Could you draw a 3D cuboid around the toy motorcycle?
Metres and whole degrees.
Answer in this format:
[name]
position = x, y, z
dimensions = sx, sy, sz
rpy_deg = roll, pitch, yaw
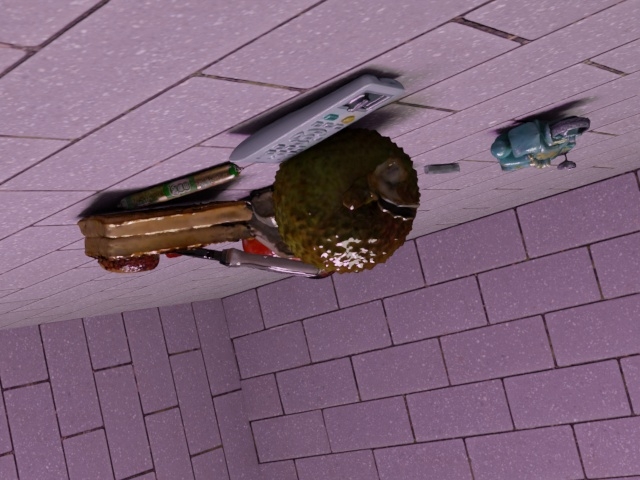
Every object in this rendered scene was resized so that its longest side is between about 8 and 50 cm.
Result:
[toy motorcycle]
position = 0.467, -0.202, 1.828
dimensions = 0.198, 0.109, 0.296
rpy_deg = -11, 172, 1

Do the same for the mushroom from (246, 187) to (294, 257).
[mushroom]
position = -0.045, -0.044, 1.878
dimensions = 0.267, 0.164, 0.189
rpy_deg = -16, 172, 17

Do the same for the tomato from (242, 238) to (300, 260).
[tomato]
position = -0.109, -0.003, 2.156
dimensions = 0.187, 0.151, 0.187
rpy_deg = -12, 168, -3

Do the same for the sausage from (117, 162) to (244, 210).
[sausage]
position = -0.263, -0.099, 1.556
dimensions = 0.269, 0.032, 0.033
rpy_deg = -15, 173, 17

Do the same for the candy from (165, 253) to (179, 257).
[candy]
position = -0.340, 0.002, 2.114
dimensions = 0.292, 0.059, 0.086
rpy_deg = -18, 173, 43

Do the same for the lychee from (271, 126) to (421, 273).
[lychee]
position = 0.044, -0.069, 1.446
dimensions = 0.270, 0.269, 0.320
rpy_deg = -14, 167, 3

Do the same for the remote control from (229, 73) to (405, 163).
[remote control]
position = -0.013, -0.184, 1.284
dimensions = 0.293, 0.051, 0.103
rpy_deg = -23, 170, 35

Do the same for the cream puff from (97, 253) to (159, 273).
[cream puff]
position = -0.457, 0.030, 1.978
dimensions = 0.149, 0.084, 0.149
rpy_deg = 1, -174, 0

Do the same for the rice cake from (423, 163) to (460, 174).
[rice cake]
position = 0.301, -0.176, 2.055
dimensions = 0.121, 0.022, 0.022
rpy_deg = -7, 179, -40

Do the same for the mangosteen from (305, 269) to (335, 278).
[mangosteen]
position = 0.000, 0.000, 2.325
dimensions = 0.217, 0.192, 0.192
rpy_deg = -44, 159, 25

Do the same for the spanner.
[spanner]
position = -0.164, 0.043, 1.825
dimensions = 0.325, 0.040, 0.095
rpy_deg = 9, 173, -7

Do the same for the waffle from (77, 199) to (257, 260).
[waffle]
position = -0.310, -0.024, 1.672
dimensions = 0.308, 0.091, 0.213
rpy_deg = -10, -174, -29
